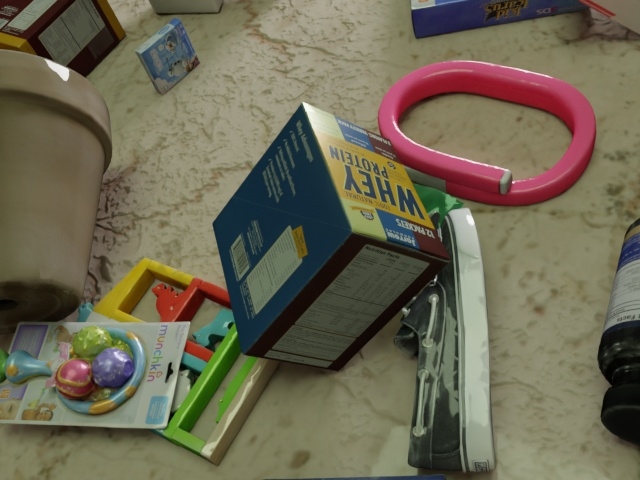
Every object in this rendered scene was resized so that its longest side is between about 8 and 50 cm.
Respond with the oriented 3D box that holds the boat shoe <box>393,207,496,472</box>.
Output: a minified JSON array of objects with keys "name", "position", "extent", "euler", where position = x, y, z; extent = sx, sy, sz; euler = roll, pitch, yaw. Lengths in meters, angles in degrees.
[{"name":"boat shoe","position":[0.130,0.097,0.798],"extent":[0.102,0.108,0.301],"euler":[-3,60,13]}]

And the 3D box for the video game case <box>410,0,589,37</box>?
[{"name":"video game case","position":[0.275,-0.447,1.184],"extent":[0.269,0.061,0.244],"euler":[-7,54,12]}]

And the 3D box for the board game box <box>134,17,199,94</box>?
[{"name":"board game box","position":[-0.250,-0.303,1.215],"extent":[0.020,0.090,0.090],"euler":[33,69,32]}]

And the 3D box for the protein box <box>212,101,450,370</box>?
[{"name":"protein box","position":[0.000,0.000,0.821],"extent":[0.201,0.135,0.200],"euler":[-49,42,30]}]

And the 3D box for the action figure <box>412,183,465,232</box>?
[{"name":"action figure","position":[0.057,-0.061,0.965],"extent":[0.137,0.063,0.232],"euler":[-42,50,-11]}]

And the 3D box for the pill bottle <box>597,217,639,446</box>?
[{"name":"pill bottle","position":[0.343,0.087,0.722],"extent":[0.122,0.123,0.219],"euler":[11,59,24]}]

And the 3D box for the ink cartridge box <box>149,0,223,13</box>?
[{"name":"ink cartridge box","position":[-0.216,-0.523,1.237],"extent":[0.261,0.296,0.066],"euler":[4,56,20]}]

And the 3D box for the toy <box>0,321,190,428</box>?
[{"name":"toy","position":[-0.285,0.147,0.872],"extent":[0.237,0.056,0.137],"euler":[-3,55,15]}]

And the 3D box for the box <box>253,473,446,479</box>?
[{"name":"box","position":[0.013,0.301,0.717],"extent":[0.225,0.037,0.137],"euler":[-5,53,12]}]

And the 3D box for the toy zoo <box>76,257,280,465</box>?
[{"name":"toy zoo","position":[-0.194,0.130,0.912],"extent":[0.293,0.030,0.192],"euler":[19,62,28]}]

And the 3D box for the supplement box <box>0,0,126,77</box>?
[{"name":"supplement box","position":[-0.499,-0.376,1.321],"extent":[0.191,0.129,0.194],"euler":[21,62,29]}]

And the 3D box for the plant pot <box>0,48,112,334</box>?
[{"name":"plant pot","position":[-0.426,-0.037,0.963],"extent":[0.323,0.323,0.281],"euler":[-15,68,5]}]

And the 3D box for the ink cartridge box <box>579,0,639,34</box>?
[{"name":"ink cartridge box","position":[0.434,-0.417,1.050],"extent":[0.158,0.092,0.218],"euler":[22,53,-15]}]

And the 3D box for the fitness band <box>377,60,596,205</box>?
[{"name":"fitness band","position":[0.216,-0.153,0.986],"extent":[0.290,0.054,0.209],"euler":[21,62,28]}]
